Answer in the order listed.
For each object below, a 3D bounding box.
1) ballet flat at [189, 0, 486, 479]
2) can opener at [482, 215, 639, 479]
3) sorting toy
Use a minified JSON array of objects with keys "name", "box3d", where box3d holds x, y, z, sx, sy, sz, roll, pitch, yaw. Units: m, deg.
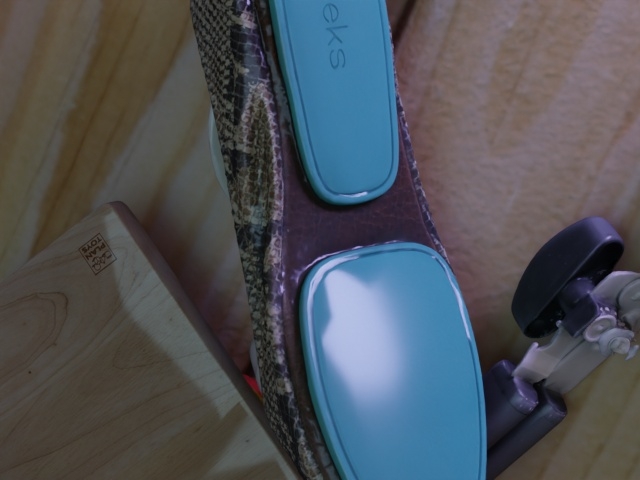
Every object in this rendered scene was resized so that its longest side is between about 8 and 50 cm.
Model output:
[{"name":"ballet flat","box3d":[0.000,0.000,1.327,0.182,0.164,0.483,-20,81,57]},{"name":"can opener","box3d":[0.136,0.107,1.350,0.280,0.074,0.093,-48,47,18]},{"name":"sorting toy","box3d":[-0.166,0.139,1.441,0.257,0.089,0.255,-36,86,20]}]
